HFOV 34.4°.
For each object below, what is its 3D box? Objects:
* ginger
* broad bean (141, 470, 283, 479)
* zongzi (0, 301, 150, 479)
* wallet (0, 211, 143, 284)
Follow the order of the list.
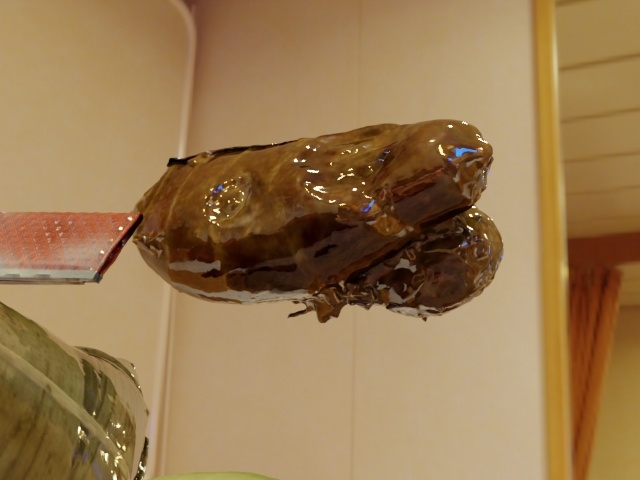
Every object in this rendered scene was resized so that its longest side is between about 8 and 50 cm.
[{"bbox_3d":[0.000,0.000,1.107,0.418,0.176,0.254,-7,-44,19],"label":"ginger"},{"bbox_3d":[-0.070,0.145,0.359,0.174,0.125,0.082,-4,5,12],"label":"broad bean"},{"bbox_3d":[-0.316,0.054,0.762,0.218,0.500,0.467,-28,23,6],"label":"zongzi"},{"bbox_3d":[-0.283,0.006,1.049,0.196,0.103,0.020,-1,-46,26],"label":"wallet"}]
